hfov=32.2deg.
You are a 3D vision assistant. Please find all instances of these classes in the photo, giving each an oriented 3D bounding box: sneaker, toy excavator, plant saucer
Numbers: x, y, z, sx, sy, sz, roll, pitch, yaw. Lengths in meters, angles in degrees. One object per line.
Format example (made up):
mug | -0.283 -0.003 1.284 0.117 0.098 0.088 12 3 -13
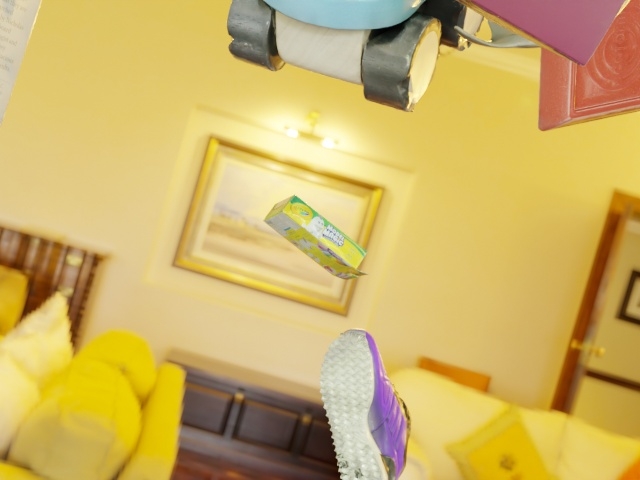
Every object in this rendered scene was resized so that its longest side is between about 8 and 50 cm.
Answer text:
sneaker | 0.087 0.274 1.831 0.102 0.293 0.146 3 16 36
toy excavator | 0.090 -0.429 1.195 0.222 0.433 0.445 21 -44 19
plant saucer | 0.472 -0.314 1.787 0.259 0.258 0.048 -13 25 -23

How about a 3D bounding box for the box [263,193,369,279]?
box | 0.000 0.000 1.823 0.179 0.043 0.105 40 -19 -12

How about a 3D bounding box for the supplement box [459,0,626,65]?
supplement box | 0.135 -0.199 0.797 0.104 0.081 0.188 26 13 -19

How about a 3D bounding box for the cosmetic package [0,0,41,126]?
cosmetic package | -0.485 -0.371 1.432 0.230 0.453 0.161 17 -1 24

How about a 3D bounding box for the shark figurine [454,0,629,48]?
shark figurine | 0.244 -0.245 0.980 0.166 0.116 0.278 29 -31 2
